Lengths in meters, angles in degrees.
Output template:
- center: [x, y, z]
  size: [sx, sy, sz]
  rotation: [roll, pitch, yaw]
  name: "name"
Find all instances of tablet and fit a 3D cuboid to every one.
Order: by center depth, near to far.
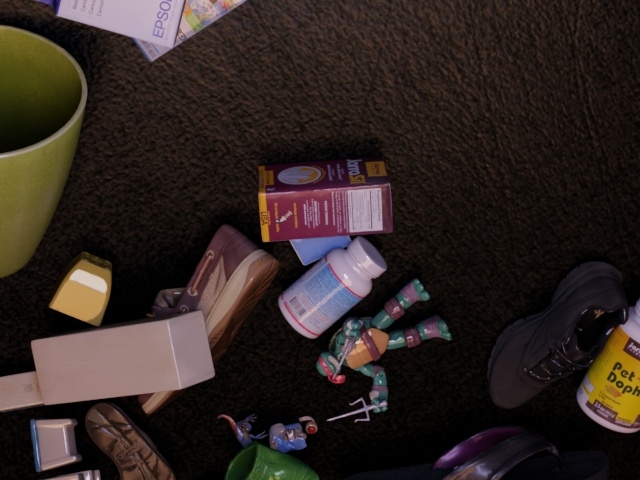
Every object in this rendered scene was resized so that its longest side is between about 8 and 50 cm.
- center: [0.000, 0.000, 1.893]
  size: [0.083, 0.006, 0.054]
  rotation: [-25, 115, 9]
  name: "tablet"

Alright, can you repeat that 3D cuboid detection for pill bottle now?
- center: [0.020, 0.068, 1.884]
  size: [0.160, 0.087, 0.087]
  rotation: [-41, 112, 17]
  name: "pill bottle"
- center: [0.493, 0.185, 1.952]
  size: [0.117, 0.117, 0.215]
  rotation: [17, 115, -11]
  name: "pill bottle"

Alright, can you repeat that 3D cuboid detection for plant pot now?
- center: [-0.456, -0.094, 1.699]
  size: [0.274, 0.275, 0.294]
  rotation: [5, 135, -6]
  name: "plant pot"
- center: [-0.350, 0.066, 1.870]
  size: [0.081, 0.081, 0.083]
  rotation: [23, 103, -14]
  name: "plant pot"

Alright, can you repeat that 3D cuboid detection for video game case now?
- center: [-0.198, -0.335, 1.707]
  size: [0.166, 0.015, 0.119]
  rotation: [-30, 114, 12]
  name: "video game case"

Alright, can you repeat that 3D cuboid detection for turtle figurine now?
- center: [0.075, 0.163, 1.920]
  size: [0.234, 0.118, 0.175]
  rotation: [-34, 130, -3]
  name: "turtle figurine"

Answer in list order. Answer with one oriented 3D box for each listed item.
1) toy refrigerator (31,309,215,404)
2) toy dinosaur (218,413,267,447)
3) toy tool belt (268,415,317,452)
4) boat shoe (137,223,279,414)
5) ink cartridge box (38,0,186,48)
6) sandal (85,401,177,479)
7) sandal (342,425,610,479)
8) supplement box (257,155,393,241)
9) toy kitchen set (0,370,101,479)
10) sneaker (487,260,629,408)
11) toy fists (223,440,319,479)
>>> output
- center: [-0.291, 0.173, 1.848]
  size: [0.269, 0.094, 0.102]
  rotation: [-11, 91, 32]
  name: "toy refrigerator"
- center: [-0.120, 0.322, 2.046]
  size: [0.090, 0.047, 0.082]
  rotation: [22, 129, 23]
  name: "toy dinosaur"
- center: [-0.044, 0.322, 2.031]
  size: [0.083, 0.051, 0.052]
  rotation: [-15, 117, 4]
  name: "toy tool belt"
- center: [-0.197, 0.118, 1.899]
  size: [0.123, 0.123, 0.342]
  rotation: [42, 120, 11]
  name: "boat shoe"
- center: [-0.273, -0.388, 1.645]
  size: [0.223, 0.045, 0.223]
  rotation: [15, 113, -6]
  name: "ink cartridge box"
- center: [-0.303, 0.351, 2.033]
  size: [0.090, 0.060, 0.219]
  rotation: [-34, 99, 7]
  name: "sandal"
- center: [0.246, 0.368, 2.016]
  size: [0.445, 0.167, 0.107]
  rotation: [-7, 100, 0]
  name: "sandal"
- center: [0.005, -0.061, 1.808]
  size: [0.188, 0.104, 0.081]
  rotation: [-5, 117, -1]
  name: "supplement box"
- center: [-0.436, 0.317, 2.003]
  size: [0.122, 0.166, 0.207]
  rotation: [-9, 81, 1]
  name: "toy kitchen set"
- center: [0.361, 0.162, 1.927]
  size: [0.109, 0.130, 0.286]
  rotation: [29, 113, -19]
  name: "sneaker"
- center: [-0.109, 0.433, 2.031]
  size: [0.142, 0.096, 0.279]
  rotation: [26, 130, -22]
  name: "toy fists"
